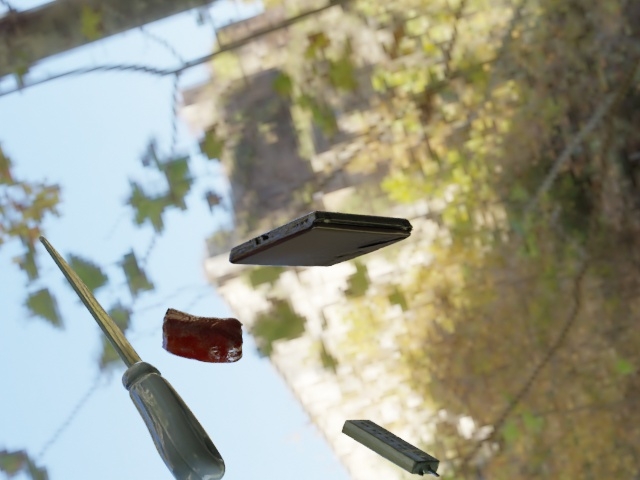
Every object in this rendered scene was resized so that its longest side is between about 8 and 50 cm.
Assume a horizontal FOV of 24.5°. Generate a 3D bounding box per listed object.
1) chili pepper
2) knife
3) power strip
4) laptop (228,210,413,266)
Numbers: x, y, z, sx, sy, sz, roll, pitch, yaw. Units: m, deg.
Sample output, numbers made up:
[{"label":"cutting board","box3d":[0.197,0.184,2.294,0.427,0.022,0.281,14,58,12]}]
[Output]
[{"label":"chili pepper","box3d":[-0.169,0.140,2.151,0.070,0.123,0.073,64,-147,-71]},{"label":"knife","box3d":[-0.183,0.113,1.419,0.331,0.044,0.080,51,-177,35]},{"label":"power strip","box3d":[0.085,0.238,1.689,0.051,0.136,0.019,11,-79,-49]},{"label":"laptop","box3d":[0.000,0.000,1.842,0.207,0.154,0.026,4,-111,-53]}]
